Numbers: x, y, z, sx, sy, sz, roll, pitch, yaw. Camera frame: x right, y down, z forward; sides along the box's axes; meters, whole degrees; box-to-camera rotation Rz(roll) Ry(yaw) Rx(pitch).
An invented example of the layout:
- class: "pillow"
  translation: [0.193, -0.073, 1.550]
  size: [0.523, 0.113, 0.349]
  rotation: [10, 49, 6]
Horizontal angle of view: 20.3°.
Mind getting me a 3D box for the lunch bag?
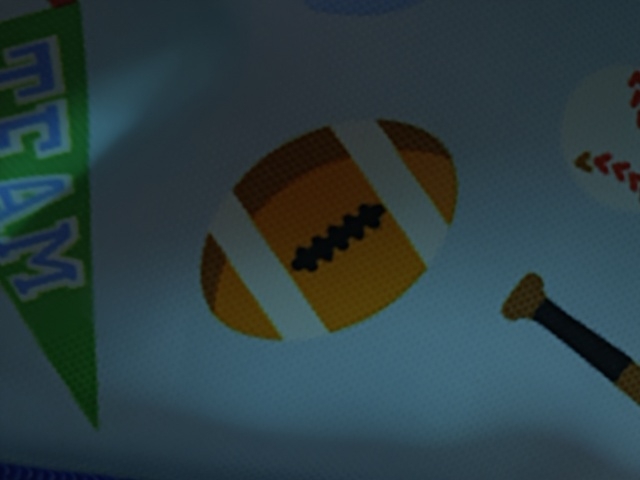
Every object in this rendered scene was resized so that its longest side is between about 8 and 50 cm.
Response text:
- class: "lunch bag"
  translation: [0.041, -0.014, 0.509]
  size: [0.328, 0.385, 0.239]
  rotation: [167, 115, -79]
